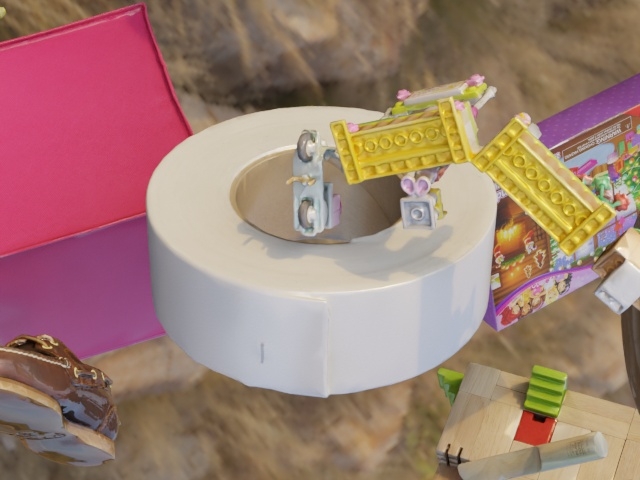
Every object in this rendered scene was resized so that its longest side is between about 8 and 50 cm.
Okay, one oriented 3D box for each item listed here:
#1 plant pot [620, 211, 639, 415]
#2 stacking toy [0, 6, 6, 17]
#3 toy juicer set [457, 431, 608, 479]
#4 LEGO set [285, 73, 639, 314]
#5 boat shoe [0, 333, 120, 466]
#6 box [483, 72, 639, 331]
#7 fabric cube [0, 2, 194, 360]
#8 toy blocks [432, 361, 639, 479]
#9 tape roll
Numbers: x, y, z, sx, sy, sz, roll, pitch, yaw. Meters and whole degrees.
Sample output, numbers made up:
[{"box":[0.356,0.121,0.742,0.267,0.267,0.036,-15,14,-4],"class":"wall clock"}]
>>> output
[{"box":[0.382,0.053,1.010,0.280,0.323,0.323,0,149,-8],"class":"plant pot"},{"box":[-0.469,-0.386,1.769,0.052,0.221,0.167,-23,178,-8],"class":"stacking toy"},{"box":[0.233,0.289,1.420,0.209,0.329,0.089,-35,123,20],"class":"toy juicer set"},{"box":[0.123,-0.050,0.988,0.107,0.287,0.132,-45,143,-58],"class":"LEGO set"},{"box":[-0.198,0.102,0.969,0.073,0.073,0.207,-3,159,11],"class":"boat shoe"},{"box":[0.289,-0.049,1.560,0.293,0.057,0.201,-27,127,-18],"class":"box"},{"box":[-0.257,-0.048,1.461,0.254,0.259,0.258,-17,151,-9],"class":"fabric cube"},{"box":[0.300,0.335,1.900,0.190,0.382,0.260,74,35,-56],"class":"toy blocks"},{"box":[0.000,0.000,1.140,0.286,0.286,0.100,-25,132,-33],"class":"tape roll"}]
